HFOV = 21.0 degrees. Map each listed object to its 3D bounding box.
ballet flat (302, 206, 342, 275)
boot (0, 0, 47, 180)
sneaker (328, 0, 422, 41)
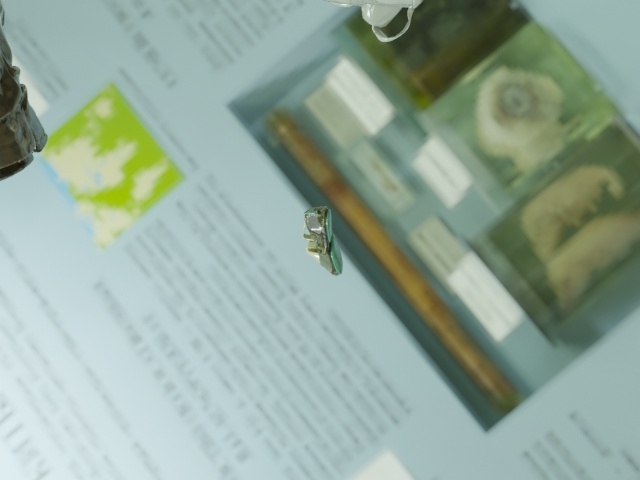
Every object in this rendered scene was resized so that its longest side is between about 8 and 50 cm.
[{"bbox_3d":[0.000,0.000,2.021,0.041,0.041,0.114,52,165,38],"label":"ballet flat"},{"bbox_3d":[-0.339,-0.147,1.579,0.338,0.118,0.222,-48,-60,-71],"label":"boot"},{"bbox_3d":[0.016,-0.399,1.955,0.366,0.210,0.137,42,-159,8],"label":"sneaker"}]
